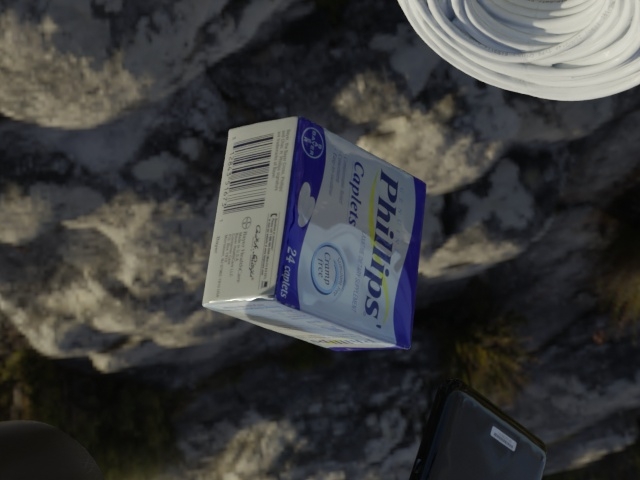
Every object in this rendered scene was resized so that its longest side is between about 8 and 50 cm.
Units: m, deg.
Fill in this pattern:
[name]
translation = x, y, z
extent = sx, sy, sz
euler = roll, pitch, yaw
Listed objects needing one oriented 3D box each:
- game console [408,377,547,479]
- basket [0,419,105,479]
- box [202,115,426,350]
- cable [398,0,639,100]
[game console]
translation = 0.055, 0.135, 0.615
extent = 0.071, 0.107, 0.122
euler = 7, 159, 37
[basket]
translation = -0.225, 0.175, 0.641
extent = 0.205, 0.154, 0.227
euler = 6, 180, 18
[box]
translation = 0.000, 0.000, 0.789
extent = 0.072, 0.126, 0.137
euler = -7, 159, 42
[cable]
translation = 0.184, -0.225, 0.966
extent = 0.257, 0.089, 0.257
euler = 9, 149, 13
